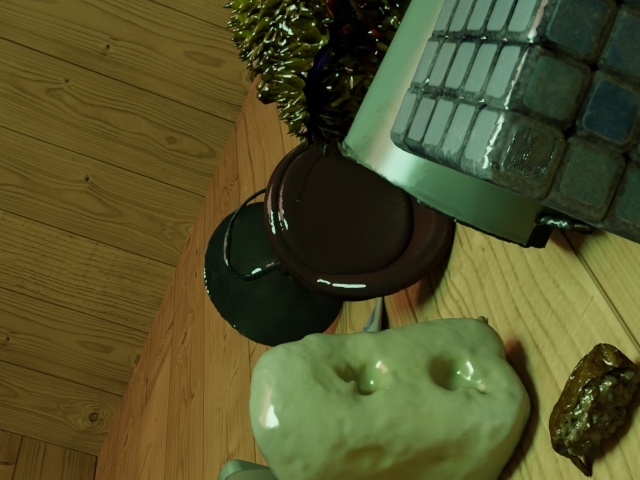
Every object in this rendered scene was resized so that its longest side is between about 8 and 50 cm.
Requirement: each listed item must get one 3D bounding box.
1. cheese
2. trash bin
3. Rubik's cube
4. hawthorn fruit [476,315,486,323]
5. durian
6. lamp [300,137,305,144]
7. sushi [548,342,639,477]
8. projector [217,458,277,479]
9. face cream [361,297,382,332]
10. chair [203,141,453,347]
[{"bbox_3d":[0.040,0.198,1.129,0.173,0.251,0.247,-110,28,-45],"label":"cheese"},{"bbox_3d":[0.172,-0.156,1.093,0.217,0.277,0.262,3,-64,-60],"label":"trash bin"},{"bbox_3d":[0.217,-0.128,0.862,0.238,0.237,0.237,-133,62,-75],"label":"Rubik's cube"},{"bbox_3d":[0.062,0.167,1.283,0.285,0.165,0.165,-43,29,38],"label":"hawthorn fruit"},{"bbox_3d":[0.057,-0.280,1.323,0.384,0.348,0.347,-36,31,30],"label":"durian"},{"bbox_3d":[0.055,-0.185,1.827,0.179,0.108,0.246,-64,22,11],"label":"lamp"},{"bbox_3d":[0.214,0.128,0.919,0.055,0.052,0.120,-99,31,-61],"label":"sushi"},{"bbox_3d":[-0.060,0.384,1.411,0.177,0.163,0.242,-146,71,-75],"label":"projector"},{"bbox_3d":[0.053,0.159,1.509,0.114,0.070,0.224,-62,4,21],"label":"face cream"},{"bbox_3d":[0.000,0.000,1.556,0.401,0.227,0.226,145,142,-65],"label":"chair"}]
